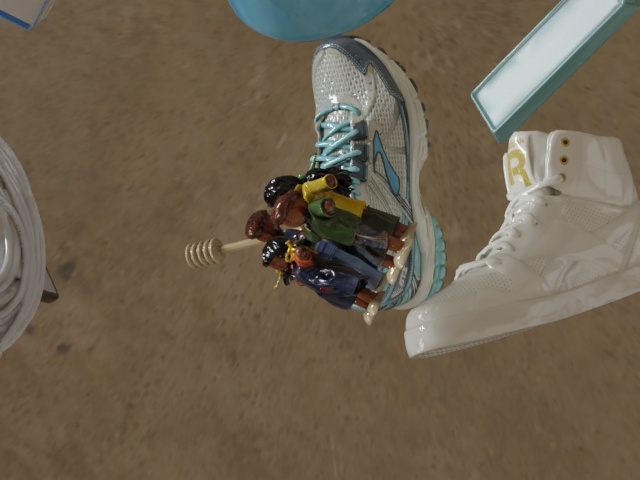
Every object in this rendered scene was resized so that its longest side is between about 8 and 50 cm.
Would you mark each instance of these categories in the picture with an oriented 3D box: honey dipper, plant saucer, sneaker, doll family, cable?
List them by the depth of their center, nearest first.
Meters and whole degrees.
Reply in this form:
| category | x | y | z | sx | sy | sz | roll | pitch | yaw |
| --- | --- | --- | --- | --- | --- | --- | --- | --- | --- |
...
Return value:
| category | x | y | z | sx | sy | sz | roll | pitch | yaw |
| --- | --- | --- | --- | --- | --- | --- | --- | --- | --- |
| doll family | 0.000 | 0.000 | 0.979 | 0.111 | 0.193 | 0.076 | 23 | 60 | 1 |
| sneaker | 0.169 | -0.006 | 1.229 | 0.293 | 0.108 | 0.169 | -16 | 87 | -36 |
| plant saucer | 0.217 | -0.178 | 1.345 | 0.192 | 0.018 | 0.067 | -45 | 54 | 28 |
| sneaker | 0.041 | -0.064 | 1.391 | 0.110 | 0.122 | 0.283 | -15 | 91 | 43 |
| cable | -0.374 | -0.002 | 1.413 | 0.089 | 0.257 | 0.257 | -16 | 105 | 24 |
| honey dipper | -0.077 | 0.001 | 1.585 | 0.161 | 0.030 | 0.030 | -14 | 100 | 25 |

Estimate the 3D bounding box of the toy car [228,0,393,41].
| category | x | y | z | sx | sy | sz | roll | pitch | yaw |
| --- | --- | --- | --- | --- | --- | --- | --- | --- | --- |
| toy car | 0.041 | -0.224 | 0.455 | 0.238 | 0.210 | 0.219 | -18 | 141 | 6 |

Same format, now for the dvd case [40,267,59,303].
| category | x | y | z | sx | sy | sz | roll | pitch | yaw |
| --- | --- | --- | --- | --- | --- | --- | --- | --- | --- |
| dvd case | -0.419 | -0.012 | 1.807 | 0.022 | 0.253 | 0.180 | -28 | 79 | 5 |

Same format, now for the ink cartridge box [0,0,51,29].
| category | x | y | z | sx | sy | sz | roll | pitch | yaw |
| --- | --- | --- | --- | --- | --- | --- | --- | --- | --- |
| ink cartridge box | -0.345 | -0.296 | 1.494 | 0.148 | 0.203 | 0.086 | 25 | 98 | -10 |
